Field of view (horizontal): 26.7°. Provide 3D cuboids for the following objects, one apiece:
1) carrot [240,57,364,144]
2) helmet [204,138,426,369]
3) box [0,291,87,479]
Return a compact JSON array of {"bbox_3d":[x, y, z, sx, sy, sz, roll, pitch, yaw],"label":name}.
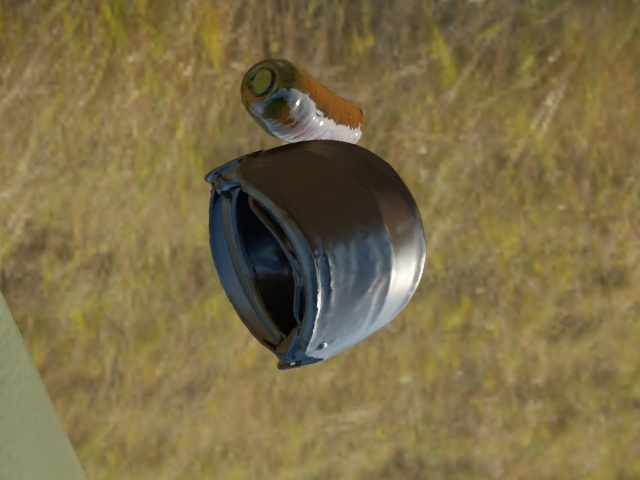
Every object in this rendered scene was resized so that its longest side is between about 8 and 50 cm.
[{"bbox_3d":[-0.019,-0.146,1.546,0.087,0.087,0.193,-14,159,27],"label":"carrot"},{"bbox_3d":[0.000,0.000,1.405,0.177,0.225,0.305,-23,-175,-16],"label":"helmet"},{"bbox_3d":[-0.206,0.232,0.647,0.177,0.344,0.352,-13,-162,11],"label":"box"}]
